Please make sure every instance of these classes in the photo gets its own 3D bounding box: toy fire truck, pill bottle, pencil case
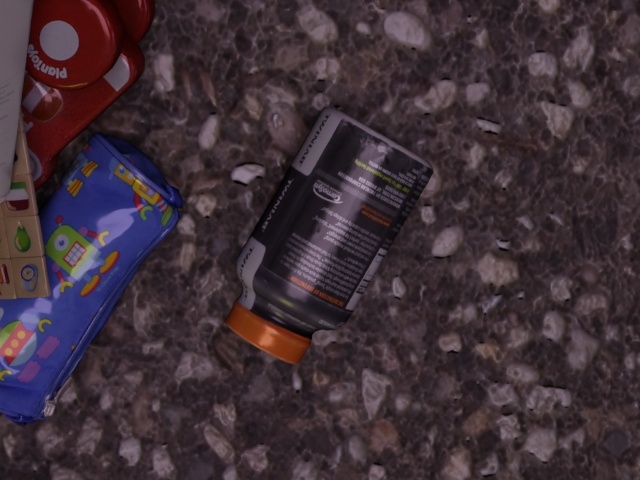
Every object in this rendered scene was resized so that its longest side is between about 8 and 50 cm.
[{"bbox_3d":[-0.324,-0.210,1.797,0.254,0.169,0.302,-41,99,19],"label":"toy fire truck"},{"bbox_3d":[0.000,0.000,1.863,0.130,0.130,0.246,30,93,-9],"label":"pill bottle"},{"bbox_3d":[-0.254,0.044,1.846,0.133,0.119,0.306,35,93,14],"label":"pencil case"}]

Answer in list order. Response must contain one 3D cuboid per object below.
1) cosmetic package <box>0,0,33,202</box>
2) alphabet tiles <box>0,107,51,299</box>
[{"bbox_3d":[-0.377,-0.209,1.629,0.217,0.156,0.385,33,129,20],"label":"cosmetic package"},{"bbox_3d":[-0.370,-0.038,1.811,0.237,0.009,0.198,-3,100,31],"label":"alphabet tiles"}]
